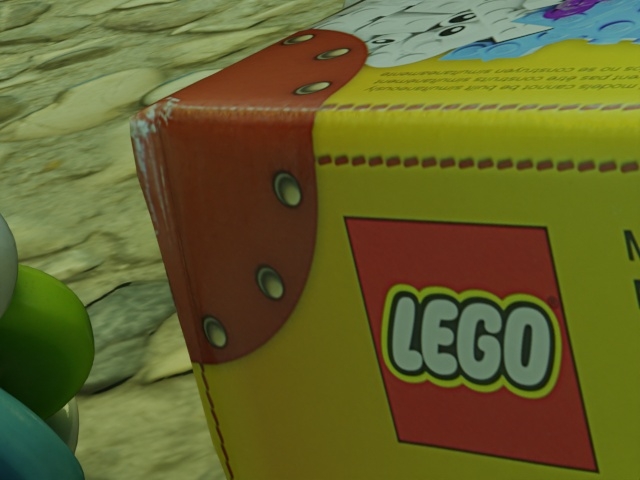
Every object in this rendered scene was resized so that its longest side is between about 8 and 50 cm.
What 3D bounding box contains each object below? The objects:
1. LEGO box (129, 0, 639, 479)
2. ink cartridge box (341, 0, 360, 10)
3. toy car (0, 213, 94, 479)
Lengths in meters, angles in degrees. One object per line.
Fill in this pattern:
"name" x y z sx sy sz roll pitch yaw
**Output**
"LEGO box" 0.274 -0.004 0.403 0.500 0.193 0.372 3 25 43
"ink cartridge box" 0.243 -0.098 0.932 0.308 0.091 0.385 -1 6 36
"toy car" -0.158 0.074 0.628 0.182 0.159 0.136 -17 53 -7
